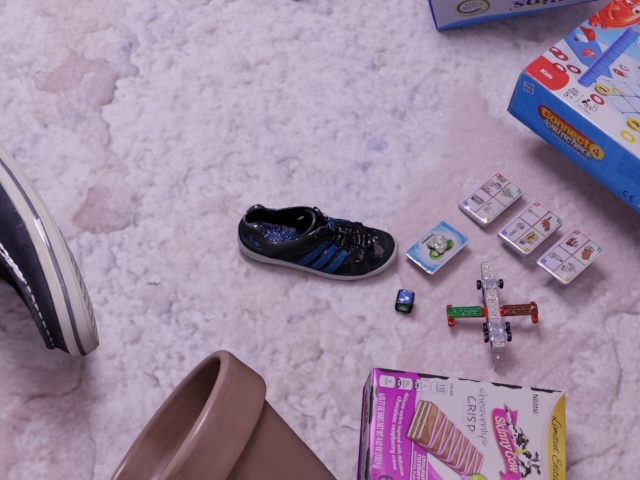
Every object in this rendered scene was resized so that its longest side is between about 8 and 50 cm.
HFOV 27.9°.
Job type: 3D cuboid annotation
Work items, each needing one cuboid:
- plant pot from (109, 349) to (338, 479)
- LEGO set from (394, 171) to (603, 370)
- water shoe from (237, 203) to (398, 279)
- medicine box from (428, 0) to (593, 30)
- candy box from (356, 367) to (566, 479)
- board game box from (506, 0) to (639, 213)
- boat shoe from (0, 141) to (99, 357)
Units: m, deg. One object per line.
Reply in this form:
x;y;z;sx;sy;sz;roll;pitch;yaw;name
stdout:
-0.089;0.284;1.359;0.229;0.263;0.263;38;63;-12;plant pot
0.210;0.042;1.624;0.182;0.060;0.244;39;63;24;LEGO set
0.000;0.000;1.578;0.203;0.080;0.073;4;65;-7;water shoe
0.261;-0.462;1.749;0.263;0.149;0.289;-9;68;11;medicine box
0.164;0.244;1.492;0.233;0.071;0.159;7;63;-6;candy box
0.455;-0.177;1.638;0.308;0.086;0.302;41;61;20;board game box
-0.418;-0.046;1.485;0.156;0.187;0.500;-34;69;-16;boat shoe
